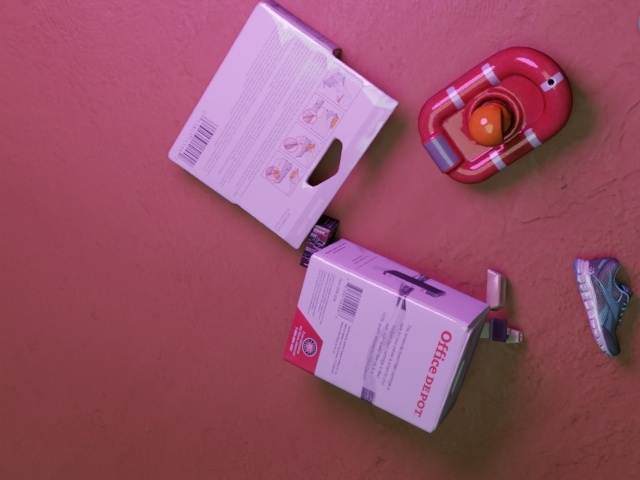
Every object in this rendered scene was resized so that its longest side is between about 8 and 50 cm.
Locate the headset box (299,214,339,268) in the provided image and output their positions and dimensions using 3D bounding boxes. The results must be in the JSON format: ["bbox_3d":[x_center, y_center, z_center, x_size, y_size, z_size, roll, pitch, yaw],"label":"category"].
[{"bbox_3d":[0.000,0.000,1.569,0.032,0.062,0.083,23,110,9],"label":"headset box"}]

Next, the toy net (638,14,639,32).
[{"bbox_3d":[0.539,-0.240,1.372,0.122,0.045,0.232,-22,103,17],"label":"toy net"}]

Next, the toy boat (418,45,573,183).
[{"bbox_3d":[0.249,-0.175,1.404,0.231,0.151,0.151,-34,97,21],"label":"toy boat"}]

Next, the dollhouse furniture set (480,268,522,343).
[{"bbox_3d":[0.268,0.105,1.560,0.081,0.091,0.114,-3,81,44],"label":"dollhouse furniture set"}]

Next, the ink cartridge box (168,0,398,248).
[{"bbox_3d":[-0.058,-0.178,1.523,0.261,0.066,0.296,36,112,2],"label":"ink cartridge box"}]

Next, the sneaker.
[{"bbox_3d":[0.443,0.100,1.494,0.076,0.065,0.166,-16,104,14],"label":"sneaker"}]

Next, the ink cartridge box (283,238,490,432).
[{"bbox_3d":[0.102,0.145,1.528,0.273,0.114,0.197,25,115,21],"label":"ink cartridge box"}]
